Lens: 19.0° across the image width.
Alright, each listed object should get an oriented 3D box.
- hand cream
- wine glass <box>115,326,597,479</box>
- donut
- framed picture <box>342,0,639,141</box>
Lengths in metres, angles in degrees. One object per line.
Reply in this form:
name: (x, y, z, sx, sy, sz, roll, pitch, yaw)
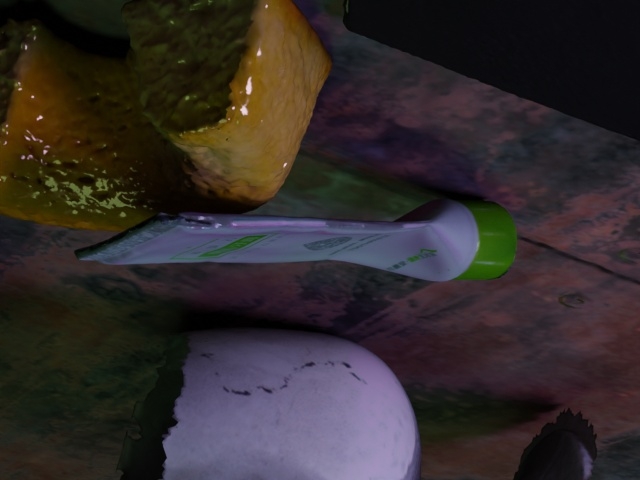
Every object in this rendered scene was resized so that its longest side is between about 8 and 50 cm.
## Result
hand cream: (0.000, -0.001, 1.074, 0.275, 0.050, 0.079, 0, 139, -41)
wine glass: (0.020, 0.186, 1.412, 0.323, 0.238, 0.238, 19, 156, -12)
donut: (-0.092, -0.066, 1.050, 0.259, 0.101, 0.152, -11, 155, 34)
framed picture: (0.160, -0.101, 0.852, 0.323, 0.013, 0.244, 22, 159, 9)
